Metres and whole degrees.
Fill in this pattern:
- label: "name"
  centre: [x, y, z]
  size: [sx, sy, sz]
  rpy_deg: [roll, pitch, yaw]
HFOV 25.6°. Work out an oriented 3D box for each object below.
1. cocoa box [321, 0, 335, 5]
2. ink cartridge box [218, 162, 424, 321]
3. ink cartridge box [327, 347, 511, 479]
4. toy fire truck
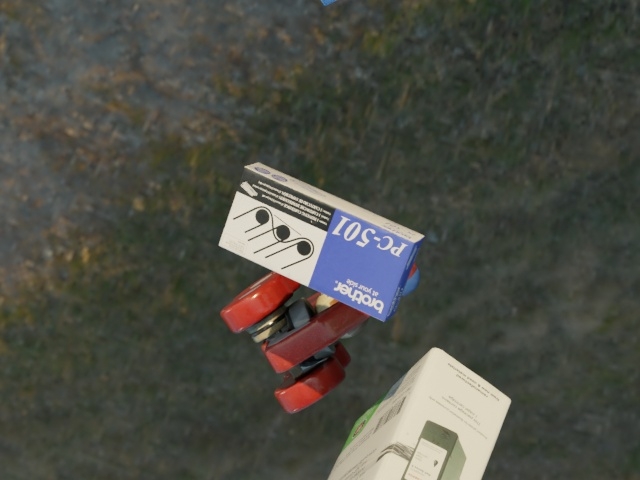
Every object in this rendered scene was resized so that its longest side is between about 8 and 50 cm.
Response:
- label: "cocoa box"
  centre: [0.040, -0.484, 1.607]
  size: [0.228, 0.347, 0.231]
  rpy_deg: [-23, 130, 17]
- label: "ink cartridge box"
  centre: [0.000, 0.000, 1.531]
  size: [0.207, 0.046, 0.097]
  rpy_deg: [24, 107, 15]
- label: "ink cartridge box"
  centre: [0.085, 0.300, 1.646]
  size: [0.121, 0.289, 0.211]
  rpy_deg: [35, 136, -5]
- label: "toy fire truck"
  centre: [0.019, 0.091, 1.919]
  size: [0.254, 0.302, 0.169]
  rpy_deg: [-34, 92, 5]
